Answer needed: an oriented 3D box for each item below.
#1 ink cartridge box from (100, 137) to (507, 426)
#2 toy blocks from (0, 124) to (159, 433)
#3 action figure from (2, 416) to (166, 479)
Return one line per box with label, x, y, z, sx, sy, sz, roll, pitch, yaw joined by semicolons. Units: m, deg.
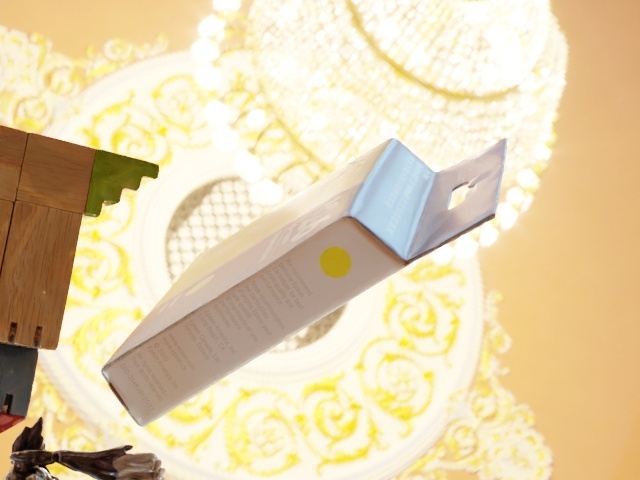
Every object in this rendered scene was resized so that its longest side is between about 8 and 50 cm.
ink cartridge box;0.000;0.000;0.998;0.072;0.307;0.303;55;-164;-6
toy blocks;-0.321;0.036;0.814;0.382;0.191;0.260;13;-99;-27
action figure;-0.206;0.244;1.004;0.141;0.276;0.164;14;-89;-14
